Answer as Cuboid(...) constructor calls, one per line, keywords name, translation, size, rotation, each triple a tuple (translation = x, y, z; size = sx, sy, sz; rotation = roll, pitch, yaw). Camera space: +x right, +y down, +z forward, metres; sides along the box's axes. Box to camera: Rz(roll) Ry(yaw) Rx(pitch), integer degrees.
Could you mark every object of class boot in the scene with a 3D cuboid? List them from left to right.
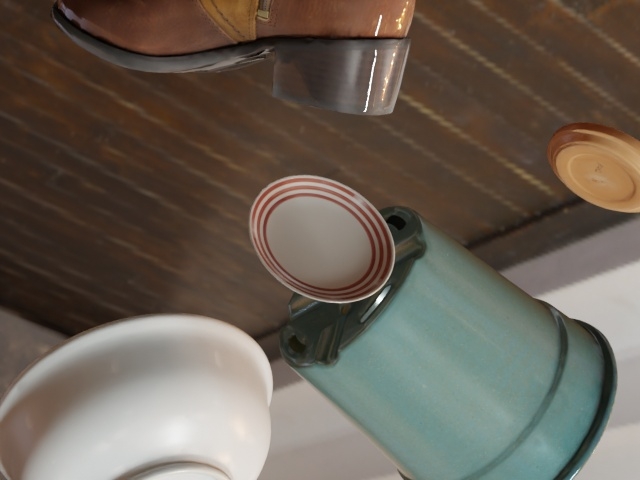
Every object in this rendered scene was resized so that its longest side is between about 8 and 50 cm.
Cuboid(name="boot", translation=(-0.050, -0.239, 0.748), size=(0.264, 0.281, 0.096), rotation=(17, -162, 30))

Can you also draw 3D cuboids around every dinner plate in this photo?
Cuboid(name="dinner plate", translation=(0.000, 0.000, 1.085), size=(0.141, 0.141, 0.017), rotation=(22, 138, -9))

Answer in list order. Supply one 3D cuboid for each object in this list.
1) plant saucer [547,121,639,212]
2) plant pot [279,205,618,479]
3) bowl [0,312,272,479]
Cuboid(name="plant saucer", translation=(0.188, -0.046, 0.791), size=(0.083, 0.013, 0.083), rotation=(27, 155, 13))
Cuboid(name="plant pot", translation=(0.147, 0.151, 1.560), size=(0.334, 0.341, 0.341), rotation=(40, 146, -22))
Cuboid(name="bowl", translation=(-0.170, 0.221, 1.185), size=(0.297, 0.134, 0.298), rotation=(-13, 136, -13))
